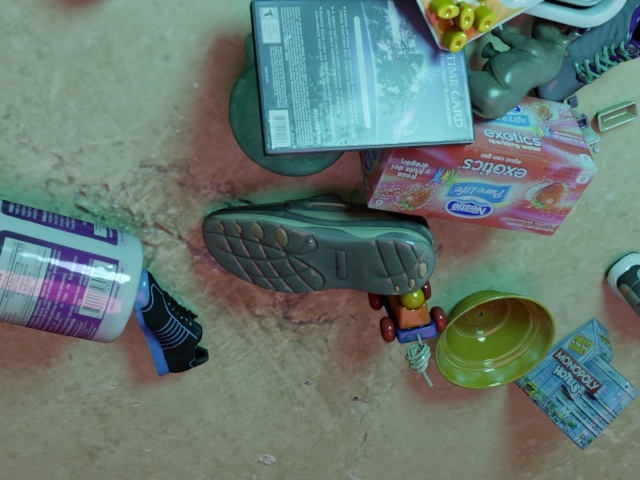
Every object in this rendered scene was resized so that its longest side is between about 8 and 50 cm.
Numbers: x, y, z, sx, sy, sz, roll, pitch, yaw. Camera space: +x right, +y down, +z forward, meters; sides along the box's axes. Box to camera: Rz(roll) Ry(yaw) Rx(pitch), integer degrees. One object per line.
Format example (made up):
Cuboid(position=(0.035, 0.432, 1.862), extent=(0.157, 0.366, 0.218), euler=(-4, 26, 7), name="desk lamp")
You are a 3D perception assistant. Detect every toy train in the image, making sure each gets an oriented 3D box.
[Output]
Cuboid(position=(0.142, 0.094, 1.354), extent=(0.105, 0.248, 0.143), euler=(-11, 123, -4), name="toy train")

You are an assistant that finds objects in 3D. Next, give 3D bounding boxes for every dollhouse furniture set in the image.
Cuboid(position=(0.437, -0.185, 1.314), extent=(0.114, 0.081, 0.091), euler=(-21, 128, 3), name="dollhouse furniture set")

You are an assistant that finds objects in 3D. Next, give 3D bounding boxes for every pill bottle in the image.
Cuboid(position=(-0.421, 0.037, 1.232), extent=(0.301, 0.169, 0.169), euler=(16, 121, -22), name="pill bottle")

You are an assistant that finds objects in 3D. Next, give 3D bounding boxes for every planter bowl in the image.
Cuboid(position=(0.294, 0.155, 1.527), extent=(0.217, 0.090, 0.217), euler=(-6, 126, -8), name="planter bowl")

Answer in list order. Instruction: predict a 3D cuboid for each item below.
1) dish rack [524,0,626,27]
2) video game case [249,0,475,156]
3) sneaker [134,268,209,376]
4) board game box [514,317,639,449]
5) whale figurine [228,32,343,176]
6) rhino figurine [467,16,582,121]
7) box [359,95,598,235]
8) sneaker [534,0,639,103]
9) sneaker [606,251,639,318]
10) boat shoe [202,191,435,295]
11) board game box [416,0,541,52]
Cuboid(position=(0.313, -0.455, 1.096), extent=(0.285, 0.072, 0.333), euler=(8, 123, -19), name="dish rack")
Cuboid(position=(0.055, -0.211, 1.100), extent=(0.274, 0.026, 0.196), euler=(-4, 84, -13), name="video game case")
Cuboid(position=(-0.244, 0.126, 1.399), extent=(0.090, 0.081, 0.232), euler=(-14, 134, -6), name="sneaker")
Cuboid(position=(0.483, 0.251, 1.605), extent=(0.194, 0.194, 0.060), euler=(-48, 124, 5), name="board game box")
Cuboid(position=(-0.008, -0.210, 1.150), extent=(0.216, 0.141, 0.272), euler=(36, 103, -5), name="whale figurine")
Cuboid(position=(0.271, -0.248, 1.192), extent=(0.243, 0.106, 0.073), euler=(-38, 159, -20), name="rhino figurine")
Cuboid(position=(0.218, -0.125, 1.249), extent=(0.300, 0.154, 0.142), euler=(8, 136, -15), name="box")
Cuboid(position=(0.402, -0.272, 1.232), extent=(0.083, 0.098, 0.223), euler=(31, 114, -30), name="sneaker")
Cuboid(position=(0.625, 0.128, 1.573), extent=(0.271, 0.108, 0.100), euler=(31, 112, -31), name="sneaker")
Cuboid(position=(0.000, 0.000, 1.321), extent=(0.355, 0.130, 0.132), euler=(9, 124, 9), name="boat shoe")
Cuboid(position=(0.238, -0.464, 0.980), extent=(0.390, 0.050, 0.390), euler=(-29, 120, 7), name="board game box")
